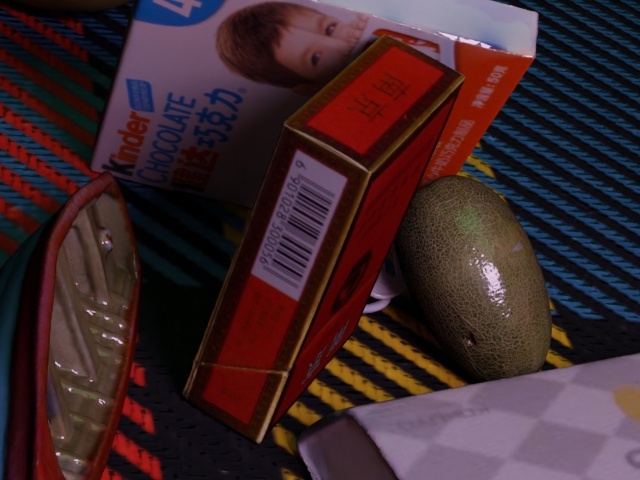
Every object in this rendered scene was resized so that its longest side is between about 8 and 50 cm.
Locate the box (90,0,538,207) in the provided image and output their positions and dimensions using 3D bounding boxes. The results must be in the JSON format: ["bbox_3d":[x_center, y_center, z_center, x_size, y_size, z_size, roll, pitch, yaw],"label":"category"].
[{"bbox_3d":[-0.016,-0.103,1.167,0.265,0.273,0.048,13,60,-9],"label":"box"}]

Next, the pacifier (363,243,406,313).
[{"bbox_3d":[0.027,0.009,1.205,0.099,0.078,0.081,6,46,-21],"label":"pacifier"}]

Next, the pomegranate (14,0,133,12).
[{"bbox_3d":[-0.227,-0.346,1.351,0.332,0.332,0.332,13,37,-10],"label":"pomegranate"}]

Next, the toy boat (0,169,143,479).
[{"bbox_3d":[-0.162,0.069,0.978,0.079,0.136,0.392,-12,23,8],"label":"toy boat"}]

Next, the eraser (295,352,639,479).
[{"bbox_3d":[0.203,0.157,1.100,0.397,0.082,0.213,-7,46,-32],"label":"eraser"}]

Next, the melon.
[{"bbox_3d":[0.114,0.031,1.183,0.099,0.099,0.162,-23,85,-43],"label":"melon"}]

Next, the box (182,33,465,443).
[{"bbox_3d":[0.001,0.000,1.065,0.074,0.240,0.153,28,38,7],"label":"box"}]
